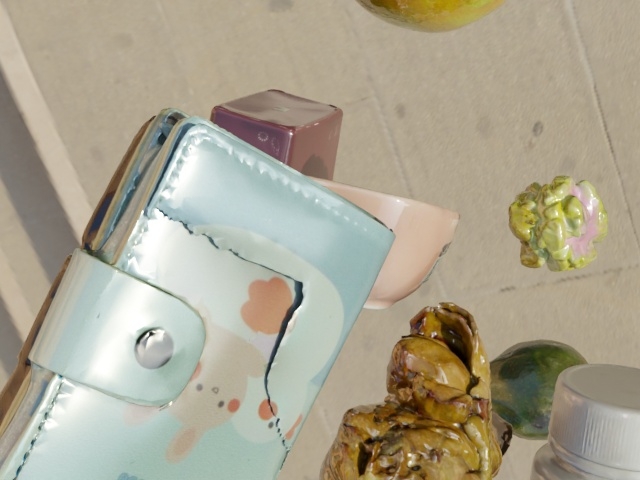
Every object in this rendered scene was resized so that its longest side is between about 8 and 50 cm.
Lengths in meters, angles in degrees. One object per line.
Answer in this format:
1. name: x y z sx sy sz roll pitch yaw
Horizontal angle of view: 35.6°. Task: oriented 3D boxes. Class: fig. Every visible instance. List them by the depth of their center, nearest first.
1. fig: 0.371 0.272 1.826 0.245 0.195 0.195 7 116 -3

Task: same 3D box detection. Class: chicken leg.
1. chicken leg: 0.149 0.214 1.158 0.182 0.409 0.295 8 93 31

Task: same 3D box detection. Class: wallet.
1. wallet: -0.075 0.069 0.561 0.176 0.075 0.250 29 83 -33

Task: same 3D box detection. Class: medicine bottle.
1. medicine bottle: 0.368 0.345 1.271 0.208 0.208 0.339 9 104 18

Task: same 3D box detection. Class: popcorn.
1. popcorn: 0.314 -0.021 1.315 0.126 0.145 0.125 -4 89 25

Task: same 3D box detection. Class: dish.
1. dish: 0.000 0.000 0.772 0.213 0.213 0.090 13 91 17

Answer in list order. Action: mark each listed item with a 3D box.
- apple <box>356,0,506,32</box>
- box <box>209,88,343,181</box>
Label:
1. apple: 0.189 -0.529 1.605 0.374 0.374 0.383 15 84 15
2. box: -0.081 -0.152 1.719 0.193 0.294 0.167 20 112 16
